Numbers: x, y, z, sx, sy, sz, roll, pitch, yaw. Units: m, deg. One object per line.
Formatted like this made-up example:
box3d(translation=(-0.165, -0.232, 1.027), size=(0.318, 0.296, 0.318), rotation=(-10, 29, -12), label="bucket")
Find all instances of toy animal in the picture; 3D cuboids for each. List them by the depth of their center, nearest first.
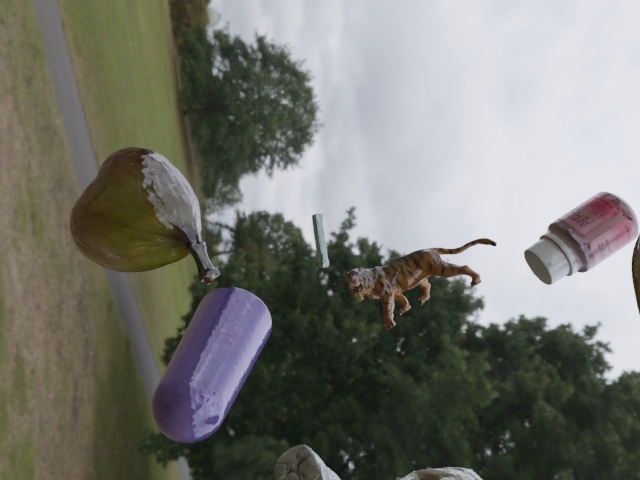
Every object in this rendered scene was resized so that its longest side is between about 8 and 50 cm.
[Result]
box3d(translation=(0.175, 0.052, 1.102), size=(0.116, 0.255, 0.114), rotation=(63, 2, 1), label="toy animal")

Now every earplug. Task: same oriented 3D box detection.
box3d(translation=(-0.273, 0.310, 1.594), size=(0.456, 0.215, 0.215), rotation=(-69, 159, -64), label="earplug")

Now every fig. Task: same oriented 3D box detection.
box3d(translation=(-0.214, -0.018, 0.826), size=(0.274, 0.170, 0.145), rotation=(29, -11, 41), label="fig")

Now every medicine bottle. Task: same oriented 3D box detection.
box3d(translation=(0.610, -0.001, 1.520), size=(0.147, 0.247, 0.147), rotation=(58, -4, 6), label="medicine bottle")

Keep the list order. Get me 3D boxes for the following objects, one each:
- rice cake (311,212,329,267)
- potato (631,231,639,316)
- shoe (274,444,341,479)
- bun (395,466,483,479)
box3d(translation=(0.000, 0.000, 1.413), size=(0.022, 0.022, 0.121), rotation=(-9, -93, 47), label="rice cake")
box3d(translation=(0.597, 0.053, 1.081), size=(0.161, 0.128, 0.234), rotation=(41, 50, -77), label="potato")
box3d(translation=(0.036, 0.621, 1.425), size=(0.210, 0.132, 0.342), rotation=(50, 0, -36), label="shoe")
box3d(translation=(0.150, 0.349, 0.801), size=(0.178, 0.193, 0.127), rotation=(-15, -83, 55), label="bun")
